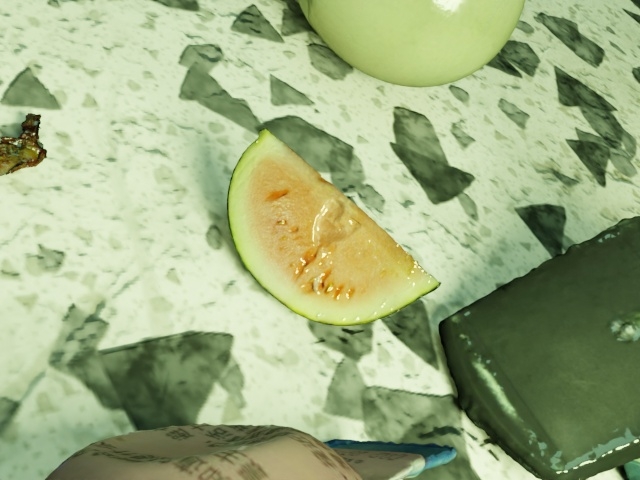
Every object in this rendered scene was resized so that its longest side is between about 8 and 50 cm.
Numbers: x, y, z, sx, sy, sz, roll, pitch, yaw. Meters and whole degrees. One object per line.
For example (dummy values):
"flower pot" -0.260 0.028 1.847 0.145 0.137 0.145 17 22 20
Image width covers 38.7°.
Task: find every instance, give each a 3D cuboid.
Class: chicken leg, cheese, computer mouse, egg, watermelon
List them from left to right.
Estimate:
"chicken leg" -0.200 -0.058 0.594 0.036 0.021 0.083 31 38 7
"cheese" -0.033 0.125 0.445 0.286 0.189 0.074 1 86 -57
"watermelon" -0.002 0.003 0.652 0.163 0.087 0.069 43 8 4
"egg" 0.080 -0.267 0.859 0.219 0.219 0.269 -3 48 -39
"computer mouse" 0.236 0.083 0.704 0.295 0.087 0.168 -21 55 -13

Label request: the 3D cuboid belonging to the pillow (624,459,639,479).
"pillow" 0.297 0.129 0.784 0.189 0.034 0.256 11 48 -27
